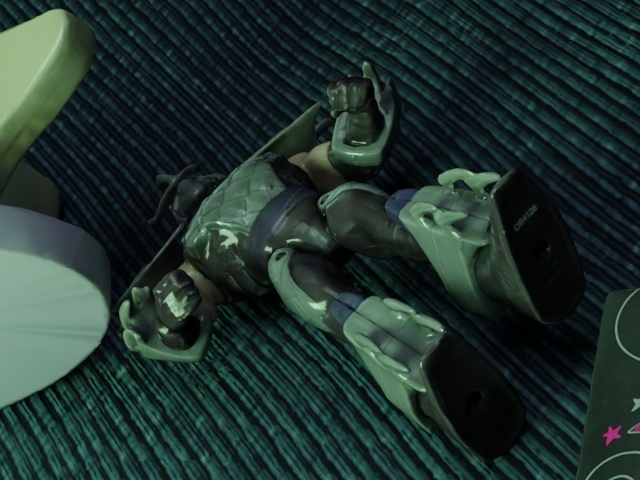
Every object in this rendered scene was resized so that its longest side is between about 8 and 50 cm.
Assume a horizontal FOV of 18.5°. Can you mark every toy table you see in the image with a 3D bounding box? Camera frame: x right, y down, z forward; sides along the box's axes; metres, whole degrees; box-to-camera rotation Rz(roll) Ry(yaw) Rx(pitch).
[{"bbox_3d":[-0.230,-0.010,1.020,0.274,0.252,0.161,-12,58,17],"label":"toy table"}]

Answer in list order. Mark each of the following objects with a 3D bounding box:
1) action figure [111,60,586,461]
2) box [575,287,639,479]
[{"bbox_3d":[0.000,0.000,0.943,0.285,0.099,0.185,21,72,51],"label":"action figure"},{"bbox_3d":[0.222,0.097,0.621,0.247,0.163,0.142,-9,46,28],"label":"box"}]
